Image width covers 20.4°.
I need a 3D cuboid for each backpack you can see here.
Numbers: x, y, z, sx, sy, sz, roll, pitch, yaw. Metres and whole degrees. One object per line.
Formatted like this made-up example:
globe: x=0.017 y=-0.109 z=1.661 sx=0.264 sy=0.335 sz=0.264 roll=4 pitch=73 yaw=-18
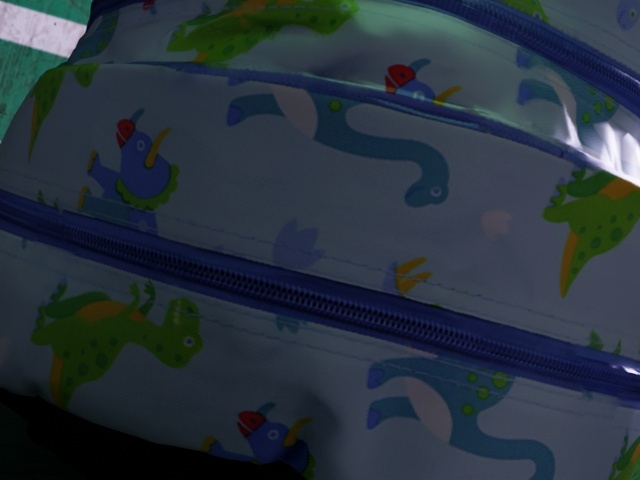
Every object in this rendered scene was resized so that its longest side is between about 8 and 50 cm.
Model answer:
backpack: x=0.000 y=0.000 z=0.652 sx=0.290 sy=0.273 sz=0.355 roll=20 pitch=14 yaw=-1

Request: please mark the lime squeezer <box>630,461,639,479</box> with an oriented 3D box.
lime squeezer: x=0.114 y=0.122 z=0.719 sx=0.110 sy=0.059 sz=0.310 roll=-17 pitch=0 yaw=0
